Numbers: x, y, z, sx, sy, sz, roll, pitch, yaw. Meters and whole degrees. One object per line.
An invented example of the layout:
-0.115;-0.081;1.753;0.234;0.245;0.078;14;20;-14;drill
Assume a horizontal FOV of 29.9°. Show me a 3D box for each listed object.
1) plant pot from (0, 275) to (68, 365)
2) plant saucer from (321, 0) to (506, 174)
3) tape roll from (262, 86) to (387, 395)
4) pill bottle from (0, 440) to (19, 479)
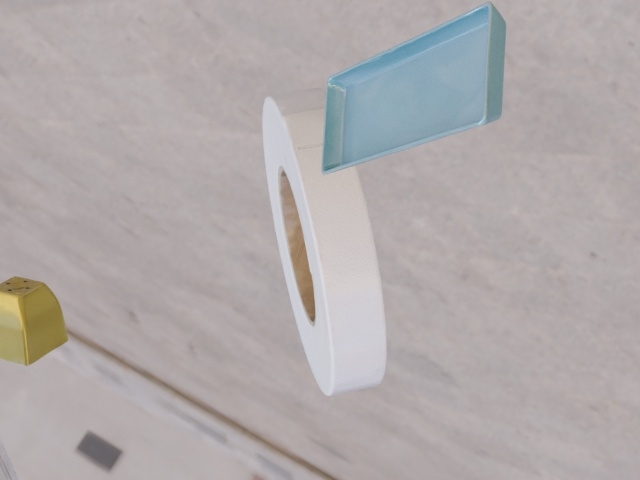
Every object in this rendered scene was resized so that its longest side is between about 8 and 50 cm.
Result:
-0.363;0.091;1.448;0.081;0.081;0.083;10;114;24;plant pot
0.051;-0.083;0.712;0.018;0.067;0.192;8;171;-26;plant saucer
0.000;0.000;1.512;0.072;0.392;0.392;-11;165;-8;tape roll
-0.445;0.287;1.197;0.162;0.278;0.162;62;170;19;pill bottle
